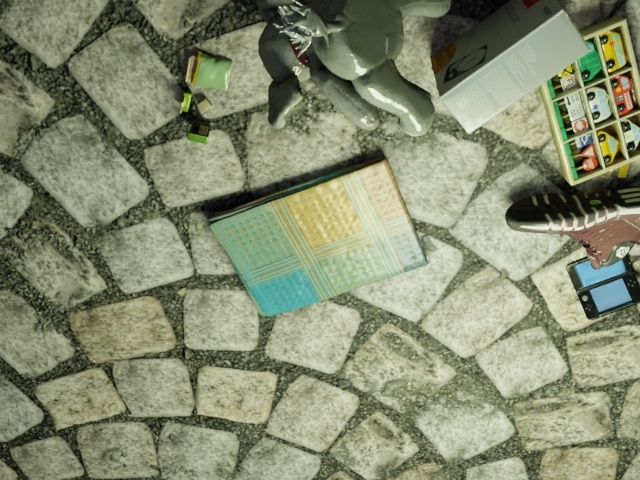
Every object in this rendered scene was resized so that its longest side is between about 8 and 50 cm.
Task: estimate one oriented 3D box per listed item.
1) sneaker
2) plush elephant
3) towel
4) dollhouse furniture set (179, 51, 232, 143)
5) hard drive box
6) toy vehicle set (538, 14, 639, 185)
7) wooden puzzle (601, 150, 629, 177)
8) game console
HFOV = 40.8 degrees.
[{"bbox_3d":[0.500,-0.006,1.665,0.281,0.106,0.163,-5,125,4],"label":"sneaker"},{"bbox_3d":[0.014,-0.314,1.404,0.330,0.255,0.272,3,92,-35],"label":"plush elephant"},{"bbox_3d":[0.000,0.000,1.716,0.370,0.040,0.271,-19,121,10],"label":"towel"},{"bbox_3d":[-0.210,-0.255,1.544,0.076,0.058,0.152,12,122,-7],"label":"dollhouse furniture set"},{"bbox_3d":[0.307,-0.308,1.431,0.232,0.181,0.089,-34,115,20],"label":"hard drive box"},{"bbox_3d":[0.487,-0.244,1.533,0.166,0.035,0.267,-23,118,4],"label":"toy vehicle set"},{"bbox_3d":[0.532,-0.156,1.621,0.116,0.014,0.079,10,122,-5],"label":"wooden puzzle"},{"bbox_3d":[0.577,0.087,1.742,0.122,0.107,0.071,-23,147,15],"label":"game console"}]
